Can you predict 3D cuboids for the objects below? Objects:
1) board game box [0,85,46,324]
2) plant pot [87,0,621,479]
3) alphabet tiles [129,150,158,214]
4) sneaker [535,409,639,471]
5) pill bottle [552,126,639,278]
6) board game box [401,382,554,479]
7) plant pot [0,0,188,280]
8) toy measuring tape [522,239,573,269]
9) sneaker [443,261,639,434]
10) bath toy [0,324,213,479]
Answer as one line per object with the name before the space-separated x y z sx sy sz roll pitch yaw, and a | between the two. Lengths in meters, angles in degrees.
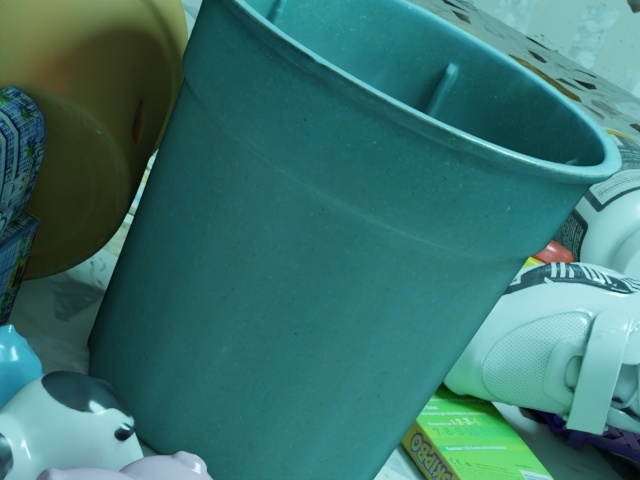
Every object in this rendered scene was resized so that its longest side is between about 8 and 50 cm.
board game box | -0.272 0.012 1.242 0.060 0.194 0.194 30 33 10
plant pot | 0.000 0.000 1.350 0.341 0.334 0.341 24 20 -9
alphabet tiles | -0.248 -0.102 1.758 0.278 0.021 0.284 28 19 2
sneaker | 0.275 0.168 1.674 0.236 0.095 0.104 34 26 33
pill bottle | 0.372 -0.016 2.157 0.162 0.162 0.278 19 21 -24
board game box | 0.115 0.163 1.543 0.124 0.039 0.259 15 25 -33
plant pot | -0.249 -0.104 1.420 0.291 0.291 0.203 20 37 -22
toy measuring tape | 0.180 0.021 1.895 0.121 0.121 0.330 14 15 -34
sneaker | 0.292 0.121 1.532 0.366 0.137 0.210 2 24 -14
bath toy | -0.130 0.156 1.026 0.348 0.129 0.151 27 58 36
